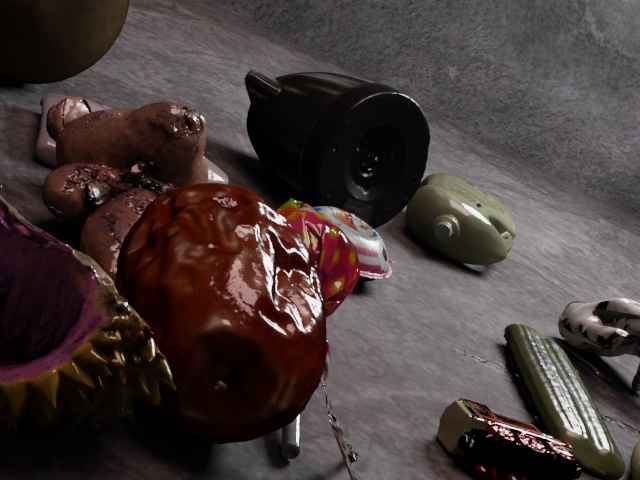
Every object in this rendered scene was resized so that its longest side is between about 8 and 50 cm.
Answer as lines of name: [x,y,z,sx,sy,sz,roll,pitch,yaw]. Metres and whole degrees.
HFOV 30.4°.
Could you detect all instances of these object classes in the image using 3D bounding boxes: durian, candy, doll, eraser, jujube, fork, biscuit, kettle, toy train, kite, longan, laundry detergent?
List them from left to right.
durian: [-0.218,0.051,0.814,0.260,0.153,0.186,36,-4,37]
longan: [-0.376,-0.325,1.544,0.258,0.258,0.258,25,16,-7]
eraser: [-0.224,-0.113,1.438,0.243,0.059,0.204,17,18,-19]
doll: [-0.168,-0.052,1.180,0.201,0.156,0.303,26,19,-28]
jujube: [-0.079,0.053,0.938,0.174,0.174,0.250,22,15,-18]
candy: [-0.023,0.083,1.104,0.124,0.124,0.365,23,24,-12]
kettle: [0.011,-0.152,1.711,0.251,0.207,0.271,2,20,-42]
kite: [0.018,0.155,0.939,0.156,0.011,0.139,68,6,-66]
laundry detergent: [0.216,-0.029,1.835,0.181,0.091,0.253,35,16,8]
toy train: [0.182,0.197,1.124,0.138,0.050,0.087,20,14,-25]
biscuit: [0.278,0.177,1.373,0.099,0.038,0.322,27,15,-9]
fork: [0.363,0.166,1.596,0.016,0.012,0.115,17,13,-45]

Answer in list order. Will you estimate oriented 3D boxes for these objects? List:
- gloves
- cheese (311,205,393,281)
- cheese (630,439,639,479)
gloves: [0.413,0.130,1.586,0.127,0.111,0.212,50,-21,-23]
cheese: [0.000,0.000,1.443,0.244,0.062,0.155,9,25,-46]
cheese: [0.358,0.255,1.221,0.127,0.049,0.235,38,17,27]
